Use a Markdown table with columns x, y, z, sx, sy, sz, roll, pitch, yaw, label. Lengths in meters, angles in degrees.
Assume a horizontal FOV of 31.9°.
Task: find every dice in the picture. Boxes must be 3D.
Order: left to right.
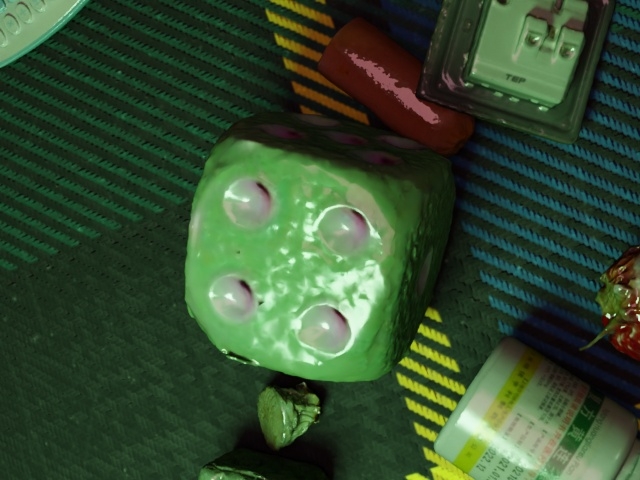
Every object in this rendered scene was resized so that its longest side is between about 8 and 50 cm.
| x | y | z | sx | sy | sz | roll | pitch | yaw | label |
| --- | --- | --- | --- | --- | --- | --- | --- | --- | --- |
| 0.000 | 0.000 | 1.627 | 0.330 | 0.318 | 0.322 | 15 | 107 | 16 | dice |

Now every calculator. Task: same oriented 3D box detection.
| x | y | z | sx | sy | sz | roll | pitch | yaw | label |
| --- | --- | --- | --- | --- | --- | --- | --- | --- | --- |
| -0.508 | -0.462 | 1.896 | 0.386 | 0.054 | 0.256 | -36 | 83 | 14 | calculator |

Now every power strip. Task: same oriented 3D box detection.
| x | y | z | sx | sy | sz | roll | pitch | yaw | label |
| --- | --- | --- | --- | --- | --- | --- | --- | --- | --- |
| 0.295 | -0.293 | 1.644 | 0.257 | 0.092 | 0.251 | 16 | 92 | -6 | power strip |

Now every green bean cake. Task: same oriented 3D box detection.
| x | y | z | sx | sy | sz | roll | pitch | yaw | label |
| --- | --- | --- | --- | --- | --- | --- | --- | --- | --- |
| -0.090 | 0.394 | 1.751 | 0.183 | 0.185 | 0.094 | 12 | 92 | 15 | green bean cake |

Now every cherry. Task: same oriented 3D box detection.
| x | y | z | sx | sy | sz | roll | pitch | yaw | label |
| --- | --- | --- | --- | --- | --- | --- | --- | --- | --- |
| 0.517 | 0.101 | 1.596 | 0.249 | 0.175 | 0.192 | 15 | 132 | 5 | cherry |

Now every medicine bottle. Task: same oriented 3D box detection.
| x | y | z | sx | sy | sz | roll | pitch | yaw | label |
| --- | --- | --- | --- | --- | --- | --- | --- | --- | --- |
| 0.357 | 0.311 | 1.626 | 0.339 | 0.208 | 0.208 | 32 | 99 | 11 | medicine bottle |

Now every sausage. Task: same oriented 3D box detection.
| x | y | z | sx | sy | sz | roll | pitch | yaw | label |
| --- | --- | --- | --- | --- | --- | --- | --- | --- | --- |
| 0.122 | -0.230 | 1.719 | 0.259 | 0.113 | 0.113 | 39 | 100 | 7 | sausage |

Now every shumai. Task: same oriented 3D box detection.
| x | y | z | sx | sy | sz | roll | pitch | yaw | label |
| --- | --- | --- | --- | --- | --- | --- | --- | --- | --- |
| -0.046 | 0.277 | 1.797 | 0.087 | 0.124 | 0.099 | -12 | 65 | -24 | shumai |
